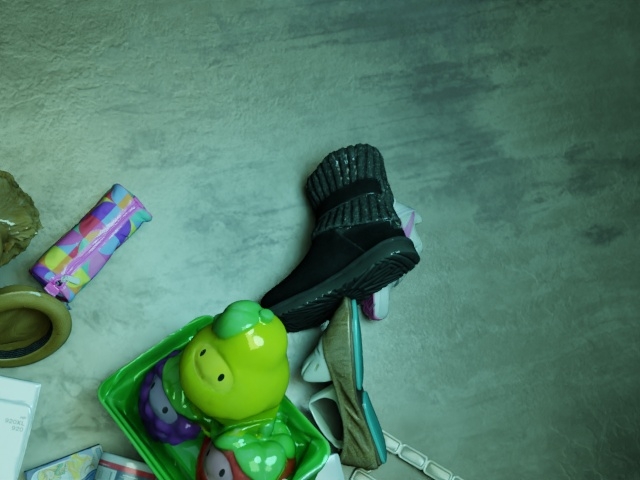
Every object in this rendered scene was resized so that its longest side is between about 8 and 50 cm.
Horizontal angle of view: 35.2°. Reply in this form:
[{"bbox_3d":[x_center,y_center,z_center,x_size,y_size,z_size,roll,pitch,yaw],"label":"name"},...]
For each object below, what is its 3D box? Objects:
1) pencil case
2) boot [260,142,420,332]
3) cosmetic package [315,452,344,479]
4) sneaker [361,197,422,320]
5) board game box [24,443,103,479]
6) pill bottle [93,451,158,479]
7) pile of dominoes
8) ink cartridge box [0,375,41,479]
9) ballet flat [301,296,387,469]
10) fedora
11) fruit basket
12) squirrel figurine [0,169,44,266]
[{"bbox_3d":[-0.406,0.008,1.786,0.104,0.104,0.236,42,71,-7],"label":"pencil case"},{"bbox_3d":[0.003,0.001,1.888,0.348,0.131,0.260,-30,61,13],"label":"boot"},{"bbox_3d":[-0.086,0.439,1.816,0.239,0.099,0.060,-13,82,-19],"label":"cosmetic package"},{"bbox_3d":[0.143,0.035,1.951,0.111,0.103,0.252,13,78,-13],"label":"sneaker"},{"bbox_3d":[-0.414,0.470,1.739,0.136,0.035,0.201,-19,87,-19],"label":"board game box"},{"bbox_3d":[-0.342,0.454,1.689,0.108,0.108,0.180,19,76,-14],"label":"pill bottle"},{"bbox_3d":[0.165,0.506,1.927,0.251,0.040,0.196,32,74,-1],"label":"pile of dominoes"},{"bbox_3d":[-0.556,0.296,1.619,0.171,0.232,0.168,13,77,-15],"label":"ink cartridge box"},{"bbox_3d":[0.034,0.270,1.841,0.124,0.116,0.342,-9,111,8],"label":"ballet flat"},{"bbox_3d":[-0.524,0.134,1.721,0.194,0.194,0.079,-2,42,-18],"label":"fedora"},{"bbox_3d":[-0.166,0.270,1.629,0.283,0.392,0.392,-35,92,-19],"label":"fruit basket"},{"bbox_3d":[-0.653,0.036,1.602,0.281,0.370,0.397,55,42,-2],"label":"squirrel figurine"}]
